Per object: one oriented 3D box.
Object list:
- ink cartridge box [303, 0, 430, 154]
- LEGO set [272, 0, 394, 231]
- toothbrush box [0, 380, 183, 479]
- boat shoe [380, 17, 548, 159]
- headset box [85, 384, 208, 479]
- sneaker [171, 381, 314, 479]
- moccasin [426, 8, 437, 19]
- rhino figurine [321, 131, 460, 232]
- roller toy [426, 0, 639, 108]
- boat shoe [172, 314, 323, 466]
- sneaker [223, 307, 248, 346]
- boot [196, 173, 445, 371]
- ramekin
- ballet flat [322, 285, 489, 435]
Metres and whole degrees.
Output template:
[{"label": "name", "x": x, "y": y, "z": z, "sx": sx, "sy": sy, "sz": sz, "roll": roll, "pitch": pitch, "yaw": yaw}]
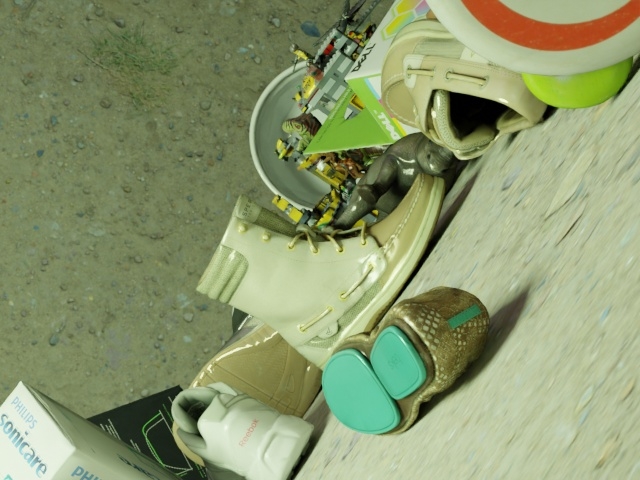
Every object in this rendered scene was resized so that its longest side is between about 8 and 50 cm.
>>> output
[{"label": "ink cartridge box", "x": 0.088, "y": -0.192, "z": 1.850, "sx": 0.255, "sy": 0.097, "sz": 0.189, "roll": -6, "pitch": 42, "yaw": 44}, {"label": "LEGO set", "x": 0.012, "y": -0.146, "z": 2.137, "sx": 0.255, "sy": 0.192, "sz": 0.331, "roll": -49, "pitch": 17, "yaw": 26}, {"label": "toothbrush box", "x": -0.253, "y": 0.304, "z": 1.564, "sx": 0.295, "sy": 0.216, "sz": 0.126, "roll": -52, "pitch": 41, "yaw": 1}, {"label": "boat shoe", "x": 0.118, "y": -0.124, "z": 1.534, "sx": 0.098, "sy": 0.109, "sz": 0.302, "roll": -65, "pitch": 18, "yaw": -13}, {"label": "headset box", "x": -0.274, "y": 0.301, "z": 1.919, "sx": 0.283, "sy": 0.131, "sz": 0.246, "roll": -19, "pitch": -22, "yaw": -35}, {"label": "sneaker", "x": -0.080, "y": 0.169, "z": 1.606, "sx": 0.090, "sy": 0.115, "sz": 0.232, "roll": -58, "pitch": 4, "yaw": -18}, {"label": "moccasin", "x": 0.216, "y": -0.320, "z": 1.718, "sx": 0.380, "sy": 0.147, "sz": 0.139, "roll": -58, "pitch": 4, "yaw": -20}, {"label": "rhino figurine", "x": 0.089, "y": -0.063, "z": 1.743, "sx": 0.106, "sy": 0.073, "sz": 0.243, "roll": -47, "pitch": 2, "yaw": -30}, {"label": "roller toy", "x": 0.159, "y": -0.215, "z": 1.192, "sx": 0.209, "sy": 0.191, "sz": 0.146, "roll": -56, "pitch": 3, "yaw": 20}, {"label": "boat shoe", "x": -0.031, "y": 0.102, "z": 1.743, "sx": 0.285, "sy": 0.103, "sz": 0.092, "roll": -52, "pitch": 0, "yaw": 17}, {"label": "sneaker", "x": -0.070, "y": 0.118, "z": 1.995, "sx": 0.147, "sy": 0.104, "sz": 0.296, "roll": -52, "pitch": 6, "yaw": -23}, {"label": "boot", "x": 0.000, "y": 0.000, "z": 1.621, "sx": 0.213, "sy": 0.165, "sz": 0.077, "roll": -57, "pitch": 4, "yaw": 21}, {"label": "ramekin", "x": 0.015, "y": -0.133, "z": 2.370, "sx": 0.207, "sy": 0.207, "sz": 0.109, "roll": -56, "pitch": -5, "yaw": 1}, {"label": "ballet flat", "x": 0.058, "y": 0.076, "z": 1.138, "sx": 0.067, "sy": 0.073, "sz": 0.206, "roll": -29, "pitch": -3, "yaw": -20}]
